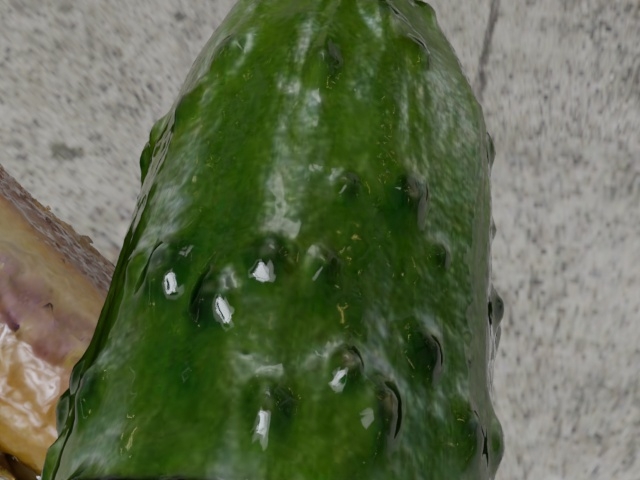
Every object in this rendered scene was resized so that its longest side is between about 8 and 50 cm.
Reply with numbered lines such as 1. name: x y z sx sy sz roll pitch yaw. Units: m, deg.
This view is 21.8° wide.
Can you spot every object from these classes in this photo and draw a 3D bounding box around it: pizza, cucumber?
1. pizza: -0.155 -0.001 0.642 0.085 0.161 0.305 -46 72 2
2. cucumber: -0.002 -0.002 0.503 0.134 0.134 0.244 5 58 8
